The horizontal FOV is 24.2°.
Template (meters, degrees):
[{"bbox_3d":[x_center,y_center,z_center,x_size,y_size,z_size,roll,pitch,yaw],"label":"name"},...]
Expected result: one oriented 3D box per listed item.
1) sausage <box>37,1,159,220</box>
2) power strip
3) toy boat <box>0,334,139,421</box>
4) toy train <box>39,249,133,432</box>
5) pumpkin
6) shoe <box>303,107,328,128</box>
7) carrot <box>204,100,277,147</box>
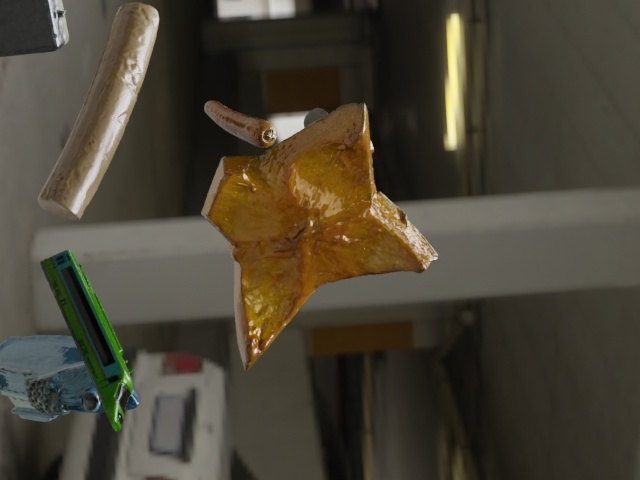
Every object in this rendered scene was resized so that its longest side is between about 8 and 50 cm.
[{"bbox_3d":[-0.264,-0.162,1.828,0.066,0.066,0.301,96,12,-69],"label":"sausage"},{"bbox_3d":[-0.488,-0.316,2.157,0.070,0.257,0.105,-70,154,-65],"label":"power strip"},{"bbox_3d":[-0.302,0.172,1.763,0.109,0.238,0.098,-45,121,-37],"label":"toy boat"},{"bbox_3d":[-0.236,0.105,1.573,0.209,0.042,0.044,60,-8,27],"label":"toy train"},{"bbox_3d":[-0.025,-0.009,1.866,0.258,0.290,0.095,61,6,-24],"label":"pumpkin"},{"bbox_3d":[0.010,-0.163,2.415,0.109,0.072,0.069,27,-18,42],"label":"shoe"},{"bbox_3d":[-0.116,-0.161,2.004,0.190,0.037,0.037,29,-52,53],"label":"carrot"}]
